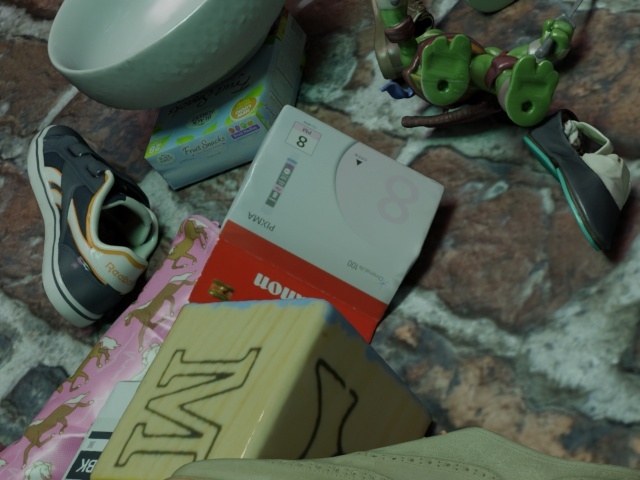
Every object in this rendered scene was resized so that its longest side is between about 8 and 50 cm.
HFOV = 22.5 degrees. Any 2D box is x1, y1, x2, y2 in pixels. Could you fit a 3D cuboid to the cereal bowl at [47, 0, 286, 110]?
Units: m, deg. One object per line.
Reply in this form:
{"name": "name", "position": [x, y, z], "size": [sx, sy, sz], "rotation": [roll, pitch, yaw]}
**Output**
{"name": "cereal bowl", "position": [-0.166, -0.284, 1.995], "size": [0.339, 0.141, 0.339], "rotation": [-25, 36, 20]}

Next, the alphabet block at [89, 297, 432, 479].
{"name": "alphabet block", "position": [-0.050, 0.185, 1.434], "size": [0.193, 0.192, 0.197], "rotation": [-6, 46, 44]}

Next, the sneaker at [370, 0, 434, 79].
{"name": "sneaker", "position": [0.101, -0.260, 1.915], "size": [0.071, 0.066, 0.188], "rotation": [-13, 46, 11]}

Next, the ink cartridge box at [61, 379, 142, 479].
{"name": "ink cartridge box", "position": [-0.193, 0.307, 1.458], "size": [0.065, 0.165, 0.332], "rotation": [-5, 47, 42]}

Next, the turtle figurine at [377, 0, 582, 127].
{"name": "turtle figurine", "position": [0.162, -0.232, 1.663], "size": [0.275, 0.198, 0.266], "rotation": [-40, 20, 9]}

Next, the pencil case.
{"name": "pencil case", "position": [-0.188, 0.156, 1.637], "size": [0.386, 0.167, 0.160], "rotation": [-49, -4, -11]}

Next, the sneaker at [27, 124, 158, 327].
{"name": "sneaker", "position": [-0.272, -0.043, 1.973], "size": [0.127, 0.126, 0.321], "rotation": [-34, 45, 18]}

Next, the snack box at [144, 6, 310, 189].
{"name": "snack box", "position": [-0.114, -0.179, 2.015], "size": [0.175, 0.070, 0.207], "rotation": [-19, 40, 29]}

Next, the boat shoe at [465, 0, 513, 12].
{"name": "boat shoe", "position": [0.252, -0.352, 1.837], "size": [0.227, 0.079, 0.081], "rotation": [-33, 39, 18]}

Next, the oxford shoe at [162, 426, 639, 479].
{"name": "oxford shoe", "position": [0.068, 0.216, 1.243], "size": [0.397, 0.140, 0.146], "rotation": [9, 42, 7]}

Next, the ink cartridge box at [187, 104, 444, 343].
{"name": "ink cartridge box", "position": [0.000, 0.000, 1.601], "size": [0.066, 0.189, 0.232], "rotation": [-55, 9, 54]}

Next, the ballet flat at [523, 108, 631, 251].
{"name": "ballet flat", "position": [0.251, -0.067, 1.527], "size": [0.074, 0.074, 0.203], "rotation": [-35, 32, 10]}
